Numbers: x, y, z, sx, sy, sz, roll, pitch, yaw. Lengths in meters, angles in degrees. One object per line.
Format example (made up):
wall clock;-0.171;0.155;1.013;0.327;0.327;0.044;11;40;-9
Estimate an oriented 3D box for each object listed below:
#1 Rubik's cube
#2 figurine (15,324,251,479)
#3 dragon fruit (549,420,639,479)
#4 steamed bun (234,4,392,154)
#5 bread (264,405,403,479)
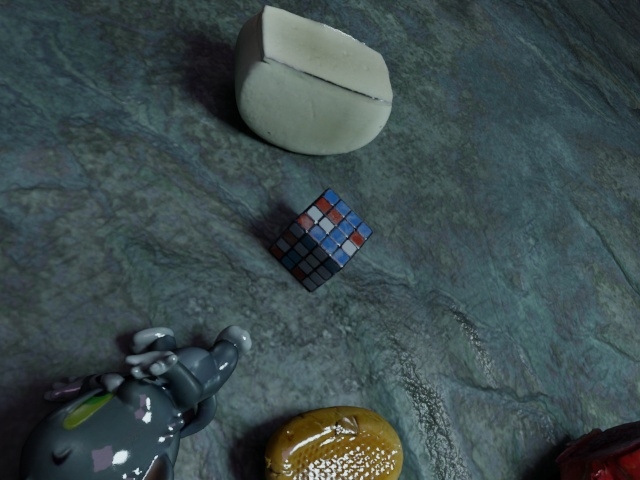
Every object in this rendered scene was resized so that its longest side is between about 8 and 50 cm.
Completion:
Rubik's cube;0.000;0.000;0.697;0.092;0.092;0.092;45;50;-2
figurine;-0.178;0.169;0.480;0.265;0.193;0.140;-11;94;-64
dragon fruit;0.476;0.409;0.661;0.250;0.269;0.291;-13;68;-26
steamed bun;-0.022;-0.234;0.767;0.242;0.164;0.146;11;58;-24
bread;0.014;0.255;0.578;0.189;0.077;0.114;11;80;-27
